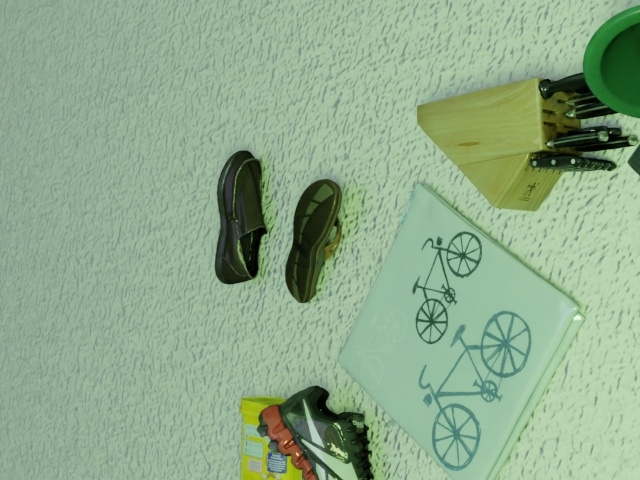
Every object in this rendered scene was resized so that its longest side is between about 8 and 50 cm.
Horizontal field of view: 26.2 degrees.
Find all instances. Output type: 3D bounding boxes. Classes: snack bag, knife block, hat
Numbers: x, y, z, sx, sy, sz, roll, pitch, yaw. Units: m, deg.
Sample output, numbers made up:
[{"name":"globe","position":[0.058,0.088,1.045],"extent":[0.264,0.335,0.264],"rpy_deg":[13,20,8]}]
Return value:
[{"name":"snack bag","position":[0.177,0.137,1.904],"extent":[0.342,0.037,0.323],"rpy_deg":[42,117,40]},{"name":"knife block","position":[0.276,-0.170,1.778],"extent":[0.276,0.088,0.242],"rpy_deg":[52,123,36]},{"name":"hat","position":[0.420,-0.272,1.651],"extent":[0.208,0.173,0.183],"rpy_deg":[-16,41,26]}]

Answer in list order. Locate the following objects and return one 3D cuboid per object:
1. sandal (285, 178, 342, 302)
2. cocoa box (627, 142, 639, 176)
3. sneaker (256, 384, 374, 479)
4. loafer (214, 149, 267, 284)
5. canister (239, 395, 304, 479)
[{"name":"sandal","position":[0.000,0.000,2.097],"extent":[0.090,0.060,0.219],"rpy_deg":[47,135,45]},{"name":"cocoa box","position":[0.531,-0.138,1.388],"extent":[0.228,0.231,0.347],"rpy_deg":[52,124,36]},{"name":"sneaker","position":[0.032,0.325,1.998],"extent":[0.135,0.097,0.276],"rpy_deg":[-40,73,6]},{"name":"loafer","position":[-0.115,-0.035,2.215],"extent":[0.078,0.080,0.220],"rpy_deg":[9,99,38]},{"name":"canister","position":[-0.072,0.334,2.138],"extent":[0.126,0.073,0.170],"rpy_deg":[4,92,47]}]
